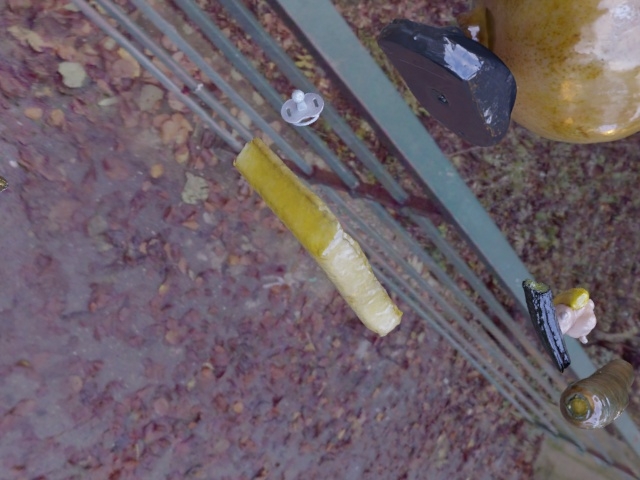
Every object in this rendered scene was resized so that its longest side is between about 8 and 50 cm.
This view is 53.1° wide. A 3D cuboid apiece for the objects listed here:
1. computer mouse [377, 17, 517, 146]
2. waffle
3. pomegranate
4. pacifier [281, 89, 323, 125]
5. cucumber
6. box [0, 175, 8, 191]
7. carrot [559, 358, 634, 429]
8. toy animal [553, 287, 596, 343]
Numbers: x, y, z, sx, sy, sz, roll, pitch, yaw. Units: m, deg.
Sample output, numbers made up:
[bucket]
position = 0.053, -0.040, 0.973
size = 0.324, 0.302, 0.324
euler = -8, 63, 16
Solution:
[computer mouse]
position = 0.175, -0.207, 0.804
size = 0.086, 0.137, 0.269
euler = -58, 149, 2
[waffle]
position = 0.000, 0.000, 0.857
size = 0.055, 0.221, 0.248
euler = -39, 140, -2
[pomegranate]
position = 0.414, -0.362, 1.050
size = 0.416, 0.416, 0.417
euler = -14, 113, -35
[pacifier]
position = -0.043, -0.301, 1.427
size = 0.099, 0.082, 0.078
euler = -19, 149, 2
[cucumber]
position = 0.293, 0.111, 0.832
size = 0.033, 0.034, 0.135
euler = -34, 111, -46
[box]
position = -0.551, -0.087, 0.962
size = 0.090, 0.023, 0.133
euler = -33, 161, 3
[carrot]
position = 0.412, 0.215, 0.920
size = 0.342, 0.070, 0.070
euler = 3, 104, -56
[toy animal]
position = 0.437, 0.133, 1.095
size = 0.114, 0.082, 0.091
euler = -42, 174, -47
